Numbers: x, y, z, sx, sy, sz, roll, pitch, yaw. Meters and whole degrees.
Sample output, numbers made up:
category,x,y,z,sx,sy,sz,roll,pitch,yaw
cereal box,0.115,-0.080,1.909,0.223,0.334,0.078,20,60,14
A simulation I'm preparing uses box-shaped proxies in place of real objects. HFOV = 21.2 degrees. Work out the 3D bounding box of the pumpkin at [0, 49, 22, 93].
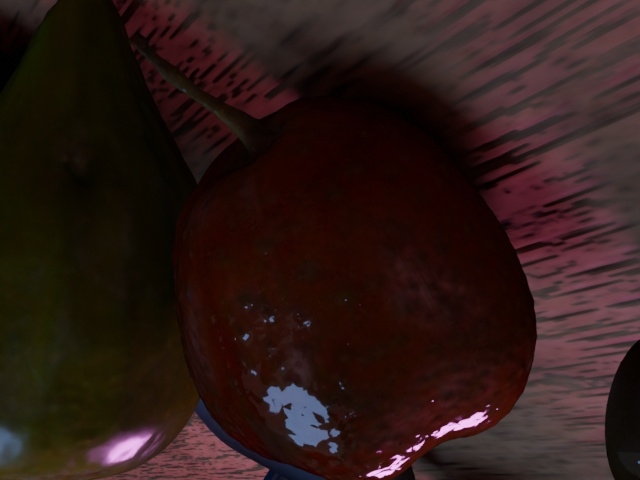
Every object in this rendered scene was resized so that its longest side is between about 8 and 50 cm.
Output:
category,x,y,z,sx,sy,sz,roll,pitch,yaw
pumpkin,-0.178,-0.018,0.961,0.190,0.146,0.190,30,165,9

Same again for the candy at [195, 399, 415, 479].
category,x,y,z,sx,sy,sz,roll,pitch,yaw
candy,-0.020,0.129,1.208,0.174,0.071,0.138,25,162,27

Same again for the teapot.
category,x,y,z,sx,sy,sz,roll,pitch,yaw
teapot,0.172,0.079,0.722,0.068,0.076,0.121,5,176,41

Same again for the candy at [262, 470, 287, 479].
category,x,y,z,sx,sy,sz,roll,pitch,yaw
candy,0.059,0.317,1.439,0.306,0.157,0.100,39,163,-21

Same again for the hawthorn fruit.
category,x,y,z,sx,sy,sz,roll,pitch,yaw
hawthorn fruit,0.000,0.000,0.724,0.162,0.162,0.203,11,135,52

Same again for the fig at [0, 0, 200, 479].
category,x,y,z,sx,sy,sz,roll,pitch,yaw
fig,-0.115,0.020,0.802,0.167,0.233,0.167,25,-155,-13
